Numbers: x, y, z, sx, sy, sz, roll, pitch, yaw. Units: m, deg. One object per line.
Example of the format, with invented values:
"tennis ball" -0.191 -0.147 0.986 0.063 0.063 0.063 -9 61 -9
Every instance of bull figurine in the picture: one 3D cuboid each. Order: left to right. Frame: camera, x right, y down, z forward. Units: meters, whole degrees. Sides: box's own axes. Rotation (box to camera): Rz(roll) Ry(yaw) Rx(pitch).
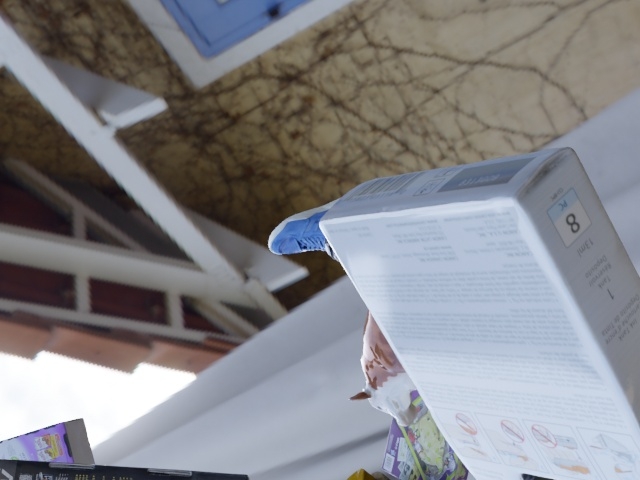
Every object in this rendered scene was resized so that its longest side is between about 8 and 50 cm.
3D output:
"bull figurine" 0.124 0.092 1.269 0.101 0.188 0.311 1 -88 -40

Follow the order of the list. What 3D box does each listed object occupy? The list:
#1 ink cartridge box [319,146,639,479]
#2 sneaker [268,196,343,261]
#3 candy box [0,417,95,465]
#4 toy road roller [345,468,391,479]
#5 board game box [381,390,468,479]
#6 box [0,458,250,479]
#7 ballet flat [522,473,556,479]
"ink cartridge box" 0.195 0.105 0.970 0.308 0.091 0.385 -6 121 58
"sneaker" 0.000 -0.001 1.448 0.058 0.152 0.085 62 -173 -49
"candy box" -0.483 0.408 1.694 0.070 0.196 0.165 10 -117 -73
"toy road roller" 0.174 0.575 1.994 0.202 0.240 0.329 40 -159 -12
"board game box" 0.247 0.364 2.113 0.056 0.347 0.208 5 -169 -37
"box" -0.252 0.463 1.156 0.097 0.318 0.395 94 179 -71
"ballet flat" 0.462 0.343 1.884 0.095 0.280 0.096 29 149 15
